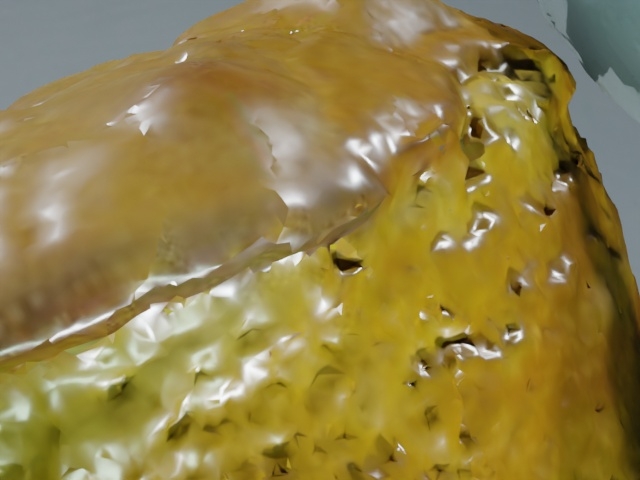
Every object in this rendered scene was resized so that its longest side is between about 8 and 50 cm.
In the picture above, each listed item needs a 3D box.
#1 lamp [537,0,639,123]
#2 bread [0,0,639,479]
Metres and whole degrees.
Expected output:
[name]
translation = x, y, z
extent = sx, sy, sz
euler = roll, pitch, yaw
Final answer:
[lamp]
translation = 0.135, -0.104, 0.508
extent = 0.246, 0.108, 0.179
euler = 53, 20, 24
[bread]
translation = -0.073, 0.054, 0.505
extent = 0.398, 0.398, 0.215
euler = -28, 93, -27
